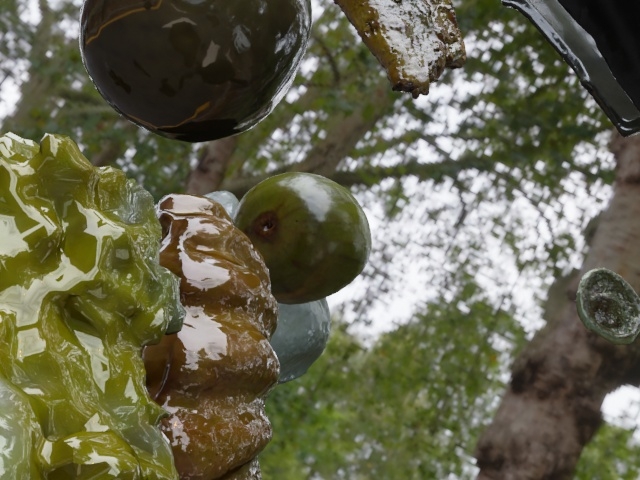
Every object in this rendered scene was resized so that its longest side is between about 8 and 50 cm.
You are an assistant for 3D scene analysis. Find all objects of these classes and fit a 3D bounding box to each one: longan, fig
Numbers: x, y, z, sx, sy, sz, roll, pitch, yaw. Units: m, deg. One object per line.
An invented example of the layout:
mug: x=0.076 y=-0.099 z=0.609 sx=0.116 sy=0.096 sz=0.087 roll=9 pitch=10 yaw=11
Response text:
longan: x=-0.157 y=-0.283 z=1.295 sx=0.318 sy=0.319 sz=0.319 roll=27 pitch=-20 yaw=11
fig: x=-0.014 y=0.006 z=1.109 sx=0.148 sy=0.142 sz=0.186 roll=57 pitch=3 yaw=37

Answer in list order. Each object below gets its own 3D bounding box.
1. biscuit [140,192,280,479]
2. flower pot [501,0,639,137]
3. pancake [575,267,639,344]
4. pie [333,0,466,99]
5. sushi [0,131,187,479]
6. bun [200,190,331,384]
biscuit: x=-0.103 y=0.131 z=0.711 sx=0.107 sy=0.326 sz=0.325 roll=13 pitch=-15 yaw=-18
flower pot: x=0.417 y=-0.283 z=1.233 sx=0.251 sy=0.379 sz=0.379 roll=68 pitch=-19 yaw=8
pancake: x=0.377 y=0.086 z=1.355 sx=0.108 sy=0.108 sz=0.017 roll=33 pitch=-29 yaw=-5
pie: x=0.056 y=-0.171 z=0.793 sx=0.034 sy=0.092 sz=0.170 roll=98 pitch=-30 yaw=-53
sushi: x=-0.185 y=0.157 z=0.410 sx=0.240 sy=0.397 sz=0.351 roll=-5 pitch=-12 yaw=-31
bun: x=-0.125 y=0.062 z=1.567 sx=0.354 sy=0.194 sz=0.354 roll=29 pitch=22 yaw=-13
